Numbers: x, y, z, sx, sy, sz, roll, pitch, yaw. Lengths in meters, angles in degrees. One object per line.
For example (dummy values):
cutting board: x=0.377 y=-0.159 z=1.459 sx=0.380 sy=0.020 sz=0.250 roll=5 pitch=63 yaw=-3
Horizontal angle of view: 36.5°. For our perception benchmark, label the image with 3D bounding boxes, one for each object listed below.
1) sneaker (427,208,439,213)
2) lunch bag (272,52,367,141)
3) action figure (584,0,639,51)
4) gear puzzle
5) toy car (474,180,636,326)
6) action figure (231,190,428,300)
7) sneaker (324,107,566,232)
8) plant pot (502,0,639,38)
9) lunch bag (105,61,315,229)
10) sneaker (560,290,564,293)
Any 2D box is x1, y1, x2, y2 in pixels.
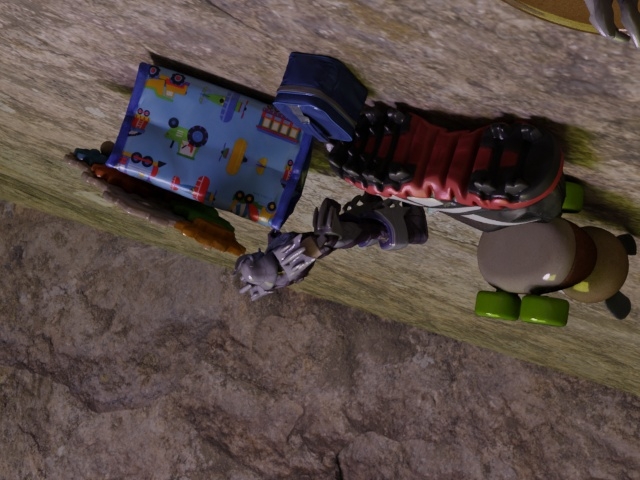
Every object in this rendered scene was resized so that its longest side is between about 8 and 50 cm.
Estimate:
sneaker: x=0.174 y=-0.046 z=1.224 sx=0.069 sy=0.038 sz=0.098 roll=20 pitch=170 yaw=4
lunch bag: x=0.000 y=-0.139 z=0.992 sx=0.067 sy=0.065 sz=0.098 roll=13 pitch=167 yaw=34
action figure: x=0.176 y=-0.148 z=0.396 sx=0.276 sy=0.140 sz=0.164 roll=28 pitch=150 yaw=-29
gear puzzle: x=-0.195 y=-0.056 z=1.213 sx=0.175 sy=0.044 sz=0.339 roll=18 pitch=-170 yaw=-36
toy car: x=0.291 y=0.026 z=1.117 sx=0.188 sy=0.155 sz=0.149 roll=11 pitch=175 yaw=-29
action figure: x=0.000 y=0.000 z=1.258 sx=0.285 sy=0.099 sz=0.185 roll=-19 pitch=-178 yaw=-38
sneaker: x=0.133 y=-0.069 z=1.013 sx=0.276 sy=0.097 sz=0.135 roll=11 pitch=164 yaw=36
plant pot: x=0.164 y=-0.178 z=0.572 sx=0.236 sy=0.032 sz=0.236 roll=19 pitch=169 yaw=4
lunch bag: x=-0.125 y=-0.117 z=1.272 sx=0.221 sy=0.138 sz=0.293 roll=20 pitch=-178 yaw=0
sneaker: x=0.339 y=0.033 z=1.270 sx=0.076 sy=0.065 sz=0.166 roll=7 pitch=166 yaw=38
